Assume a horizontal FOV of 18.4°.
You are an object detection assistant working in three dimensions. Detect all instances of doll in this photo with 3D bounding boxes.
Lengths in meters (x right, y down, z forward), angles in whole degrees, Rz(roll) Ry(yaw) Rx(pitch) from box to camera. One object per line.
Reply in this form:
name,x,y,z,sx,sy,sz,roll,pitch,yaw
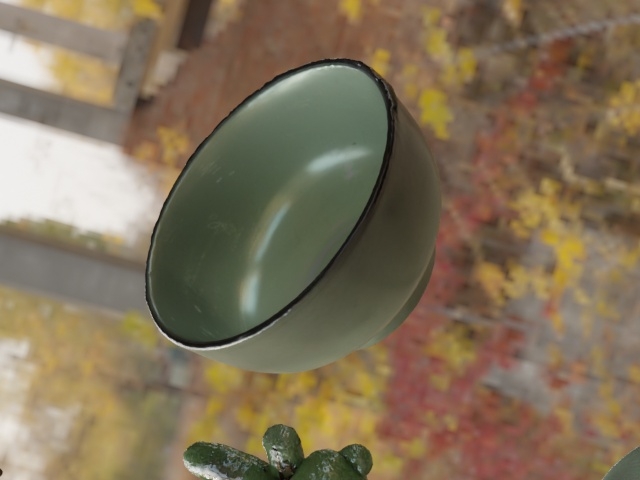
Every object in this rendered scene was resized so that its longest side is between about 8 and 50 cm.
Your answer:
doll,-0.034,0.194,1.472,0.077,0.150,0.115,-27,-61,-61

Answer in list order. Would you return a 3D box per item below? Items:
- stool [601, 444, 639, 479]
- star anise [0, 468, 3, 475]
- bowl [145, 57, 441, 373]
stool,0.342,0.271,1.615,0.195,0.198,0.195,-32,51,37
star anise,-0.287,0.113,1.181,0.196,0.212,0.111,-61,-27,-7
bowl,0.000,0.000,2.103,0.354,0.185,0.354,-30,41,30
